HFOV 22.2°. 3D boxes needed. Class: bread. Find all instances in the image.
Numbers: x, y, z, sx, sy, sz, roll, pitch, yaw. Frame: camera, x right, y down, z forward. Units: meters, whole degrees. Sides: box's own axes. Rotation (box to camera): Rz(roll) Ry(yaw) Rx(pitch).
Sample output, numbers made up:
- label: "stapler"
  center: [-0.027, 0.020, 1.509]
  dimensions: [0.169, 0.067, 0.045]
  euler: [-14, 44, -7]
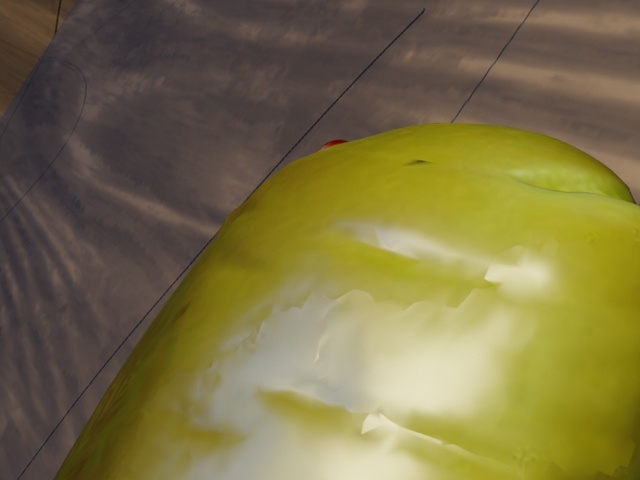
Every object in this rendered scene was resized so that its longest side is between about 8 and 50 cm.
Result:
- label: "bread"
  center: [-0.004, 0.143, 0.526]
  dimensions: [0.376, 0.208, 0.251]
  euler: [-62, -17, -14]

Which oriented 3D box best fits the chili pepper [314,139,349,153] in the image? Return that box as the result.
- label: "chili pepper"
  center: [0.000, 0.000, 0.996]
  dimensions: [0.123, 0.070, 0.073]
  euler: [-63, 5, -10]
